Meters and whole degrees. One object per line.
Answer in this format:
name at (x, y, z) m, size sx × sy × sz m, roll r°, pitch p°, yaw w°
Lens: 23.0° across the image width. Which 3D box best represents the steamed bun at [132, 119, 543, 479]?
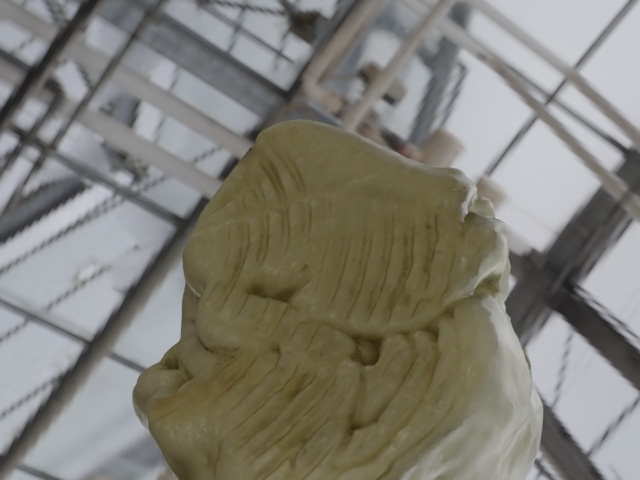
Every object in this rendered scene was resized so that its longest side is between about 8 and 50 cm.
steamed bun at (0.017, 0.086, 1.053) m, size 0.276 × 0.203 × 0.289 m, roll -38°, pitch -130°, yaw -10°
